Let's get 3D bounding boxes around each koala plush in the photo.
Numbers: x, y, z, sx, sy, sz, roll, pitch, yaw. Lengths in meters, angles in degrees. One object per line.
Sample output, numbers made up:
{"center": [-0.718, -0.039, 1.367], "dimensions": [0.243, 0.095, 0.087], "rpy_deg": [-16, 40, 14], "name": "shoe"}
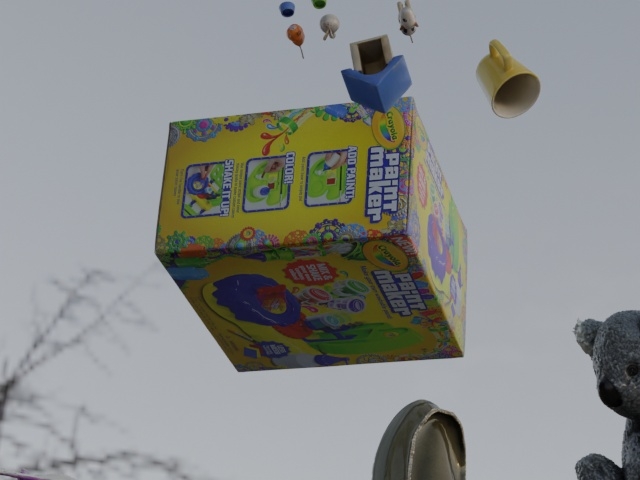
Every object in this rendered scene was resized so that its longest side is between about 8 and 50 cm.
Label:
{"center": [0.379, 0.174, 2.004], "dimensions": [0.203, 0.221, 0.196], "rpy_deg": [-25, -1, -33], "name": "koala plush"}

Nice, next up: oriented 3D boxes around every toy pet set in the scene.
{"center": [0.036, -0.176, 1.648], "dimensions": [0.122, 0.065, 0.114], "rpy_deg": [-14, -38, 7], "name": "toy pet set"}

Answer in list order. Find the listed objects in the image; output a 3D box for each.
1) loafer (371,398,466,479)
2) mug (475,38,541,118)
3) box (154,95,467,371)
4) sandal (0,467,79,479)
{"center": [0.097, 0.246, 1.444], "dimensions": [0.087, 0.251, 0.094], "rpy_deg": [-19, -37, 38], "name": "loafer"}
{"center": [0.208, -0.186, 1.977], "dimensions": [0.062, 0.064, 0.078], "rpy_deg": [1, -52, -30], "name": "mug"}
{"center": [0.000, 0.000, 1.971], "dimensions": [0.279, 0.177, 0.290], "rpy_deg": [-5, -31, 16], "name": "box"}
{"center": [-0.308, 0.258, 1.658], "dimensions": [0.416, 0.102, 0.169], "rpy_deg": [-16, -35, 38], "name": "sandal"}
